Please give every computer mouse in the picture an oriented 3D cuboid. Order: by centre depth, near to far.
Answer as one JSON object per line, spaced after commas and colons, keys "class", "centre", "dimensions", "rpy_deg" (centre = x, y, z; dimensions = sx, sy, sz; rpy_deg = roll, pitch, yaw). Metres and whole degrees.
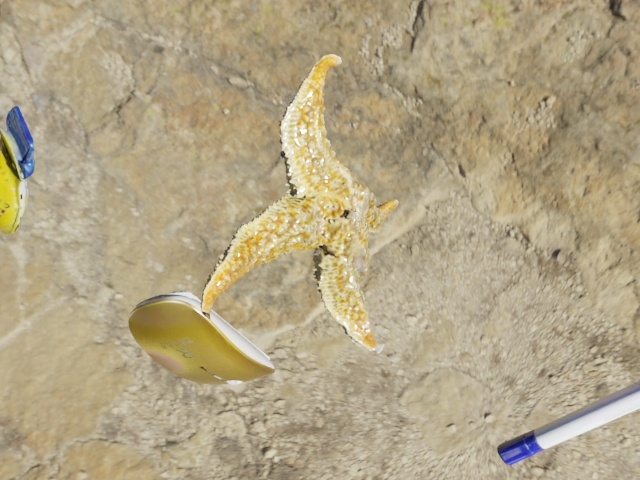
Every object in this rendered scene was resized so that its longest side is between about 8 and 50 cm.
{"class": "computer mouse", "centre": [-0.158, 0.151, 0.970], "dimensions": [0.126, 0.245, 0.056], "rpy_deg": [-14, 53, 21]}

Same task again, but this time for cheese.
{"class": "cheese", "centre": [-0.464, -0.098, 1.031], "dimensions": [0.250, 0.064, 0.156], "rpy_deg": [-37, 75, 46]}

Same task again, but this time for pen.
{"class": "pen", "centre": [0.340, 0.225, 0.893], "dimensions": [0.269, 0.033, 0.033], "rpy_deg": [-39, 68, 33]}

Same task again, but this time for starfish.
{"class": "starfish", "centre": [0.017, 0.007, 0.778], "dimensions": [0.084, 0.293, 0.301], "rpy_deg": [4, 62, 30]}
